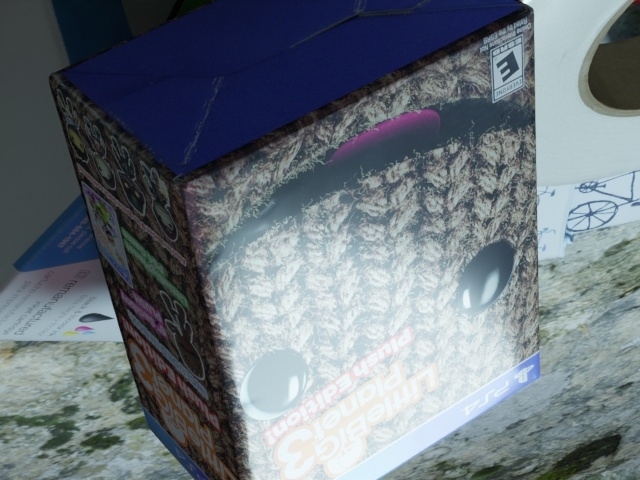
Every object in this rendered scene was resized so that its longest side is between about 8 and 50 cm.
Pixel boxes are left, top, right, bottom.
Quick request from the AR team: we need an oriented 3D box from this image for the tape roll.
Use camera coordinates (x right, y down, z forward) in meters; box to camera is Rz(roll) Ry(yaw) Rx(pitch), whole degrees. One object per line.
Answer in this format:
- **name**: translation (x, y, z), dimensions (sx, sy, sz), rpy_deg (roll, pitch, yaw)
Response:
- **tape roll**: translation (0.256, -0.177, 0.983), dimensions (0.392, 0.072, 0.392), rpy_deg (-21, 154, -11)

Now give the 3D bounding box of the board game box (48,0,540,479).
- **board game box**: translation (0.000, 0.000, 0.852), dimensions (0.232, 0.141, 0.291), rpy_deg (-29, 134, -22)

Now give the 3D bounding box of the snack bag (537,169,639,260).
- **snack bag**: translation (0.250, -0.066, 1.400), dimensions (0.342, 0.037, 0.323), rpy_deg (-11, 152, -4)

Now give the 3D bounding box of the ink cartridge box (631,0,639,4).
- **ink cartridge box**: translation (0.275, -0.235, 1.077), dimensions (0.296, 0.066, 0.261), rpy_deg (-16, 154, -6)

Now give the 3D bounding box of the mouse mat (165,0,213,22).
- **mouse mat**: translation (-0.010, -0.199, 0.936), dimensions (0.153, 0.007, 0.189), rpy_deg (5, 123, -44)

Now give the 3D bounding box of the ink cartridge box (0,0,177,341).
- **ink cartridge box**: translation (-0.118, -0.054, 1.014), dimensions (0.270, 0.197, 0.198), rpy_deg (5, 146, -42)
